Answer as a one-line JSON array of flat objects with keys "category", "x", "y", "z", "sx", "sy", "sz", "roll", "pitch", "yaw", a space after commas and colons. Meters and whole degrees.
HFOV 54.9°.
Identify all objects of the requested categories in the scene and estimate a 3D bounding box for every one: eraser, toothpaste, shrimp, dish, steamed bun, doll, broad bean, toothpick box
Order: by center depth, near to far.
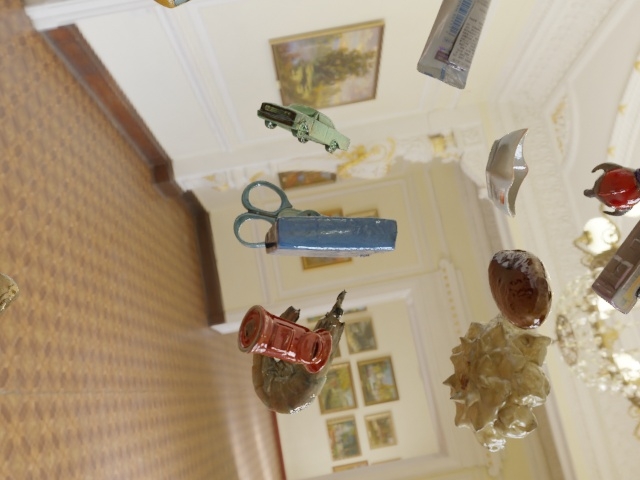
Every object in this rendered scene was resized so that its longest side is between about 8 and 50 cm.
[{"category": "toothpick box", "x": -0.032, "y": 0.094, "z": 0.583, "sx": 0.047, "sy": 0.083, "sz": 0.047, "roll": -40, "pitch": -141, "yaw": 41}, {"category": "eraser", "x": 0.000, "y": 0.000, "z": 0.855, "sx": 0.312, "sy": 0.144, "sz": 0.042, "roll": 160, "pitch": -69, "yaw": -81}, {"category": "broad bean", "x": 0.324, "y": 0.075, "z": 0.988, "sx": 0.165, "sy": 0.085, "sz": 0.114, "roll": -93, "pitch": -178, "yaw": -74}, {"category": "toothpaste", "x": 0.257, "y": -0.422, "z": 1.071, "sx": 0.073, "sy": 0.114, "sz": 0.299, "roll": 33, "pitch": -73, "yaw": 57}, {"category": "shrimp", "x": -0.042, "y": 0.190, "z": 1.125, "sx": 0.059, "sy": 0.145, "sz": 0.254, "roll": 9, "pitch": 100, "yaw": -77}, {"category": "doll", "x": 0.583, "y": -0.104, "z": 1.164, "sx": 0.104, "sy": 0.062, "sz": 0.195, "roll": 50, "pitch": -27, "yaw": -18}, {"category": "steamed bun", "x": 0.357, "y": 0.279, "z": 1.317, "sx": 0.292, "sy": 0.137, "sz": 0.295, "roll": -89, "pitch": -159, "yaw": -43}, {"category": "dish", "x": 0.451, "y": -0.165, "z": 1.499, "sx": 0.151, "sy": 0.077, "sz": 0.212, "roll": -68, "pitch": 155, "yaw": -16}]

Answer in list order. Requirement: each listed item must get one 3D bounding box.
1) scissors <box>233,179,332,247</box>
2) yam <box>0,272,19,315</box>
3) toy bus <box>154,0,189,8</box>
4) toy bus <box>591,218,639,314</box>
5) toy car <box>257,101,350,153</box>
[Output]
[{"category": "scissors", "x": -0.024, "y": -0.027, "z": 1.104, "sx": 0.030, "sy": 0.256, "sz": 0.125, "roll": 93, "pitch": 11, "yaw": -74}, {"category": "yam", "x": -0.469, "y": 0.140, "z": 0.731, "sx": 0.299, "sy": 0.066, "sz": 0.066, "roll": -64, "pitch": 150, "yaw": -52}, {"category": "toy bus", "x": -0.241, "y": -0.461, "z": 0.940, "sx": 0.126, "sy": 0.136, "sz": 0.209, "roll": 39, "pitch": -15, "yaw": 14}, {"category": "toy bus", "x": 0.485, "y": 0.027, "z": 0.933, "sx": 0.172, "sy": 0.072, "sz": 0.057, "roll": -59, "pitch": -148, "yaw": 15}, {"category": "toy car", "x": -0.041, "y": -0.327, "z": 1.752, "sx": 0.321, "sy": 0.141, "sz": 0.097, "roll": 11, "pitch": 101, "yaw": -60}]
